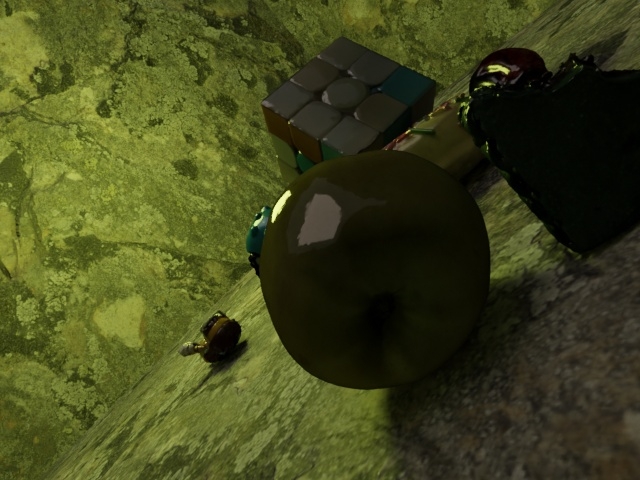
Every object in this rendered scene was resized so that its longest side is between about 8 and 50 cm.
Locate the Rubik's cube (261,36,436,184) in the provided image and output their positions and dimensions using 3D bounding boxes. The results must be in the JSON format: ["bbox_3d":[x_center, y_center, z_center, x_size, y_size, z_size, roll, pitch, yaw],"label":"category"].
[{"bbox_3d":[0.087,-0.305,1.364,0.347,0.346,0.344,-43,-26,-18],"label":"Rubik's cube"}]

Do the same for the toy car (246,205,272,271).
[{"bbox_3d":[-0.089,-0.008,1.343,0.190,0.255,0.188,99,-168,-47],"label":"toy car"}]

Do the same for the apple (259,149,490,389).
[{"bbox_3d":[0.054,0.026,0.524,0.262,0.262,0.262,-41,8,7],"label":"apple"}]

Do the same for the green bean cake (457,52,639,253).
[{"bbox_3d":[0.270,-0.120,0.464,0.208,0.193,0.107,-38,3,18],"label":"green bean cake"}]

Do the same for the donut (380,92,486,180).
[{"bbox_3d":[0.243,-0.196,1.057,0.307,0.150,0.371,-26,11,49],"label":"donut"}]

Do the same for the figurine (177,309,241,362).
[{"bbox_3d":[-0.302,0.286,1.343,0.175,0.116,0.240,-45,2,-36],"label":"figurine"}]

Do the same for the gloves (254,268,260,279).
[{"bbox_3d":[-0.101,0.025,1.577,0.155,0.203,0.356,-14,24,22],"label":"gloves"}]

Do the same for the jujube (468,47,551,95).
[{"bbox_3d":[0.429,-0.350,1.056,0.168,0.168,0.236,-40,14,13],"label":"jujube"}]
